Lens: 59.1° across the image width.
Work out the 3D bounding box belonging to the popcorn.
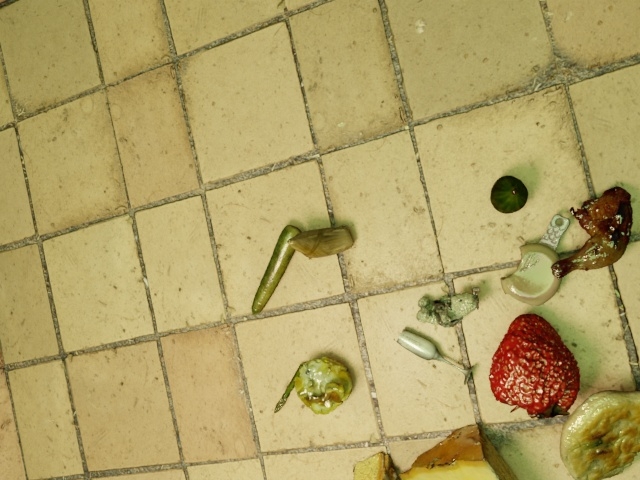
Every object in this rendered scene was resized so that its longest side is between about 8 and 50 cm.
[{"bbox_3d":[0.013,0.481,1.870,0.197,0.212,0.198,-2,99,-14],"label":"popcorn"}]

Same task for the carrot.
[{"bbox_3d":[-0.163,0.110,1.980,0.074,0.074,0.359,29,102,16],"label":"carrot"}]

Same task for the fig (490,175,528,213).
[{"bbox_3d":[0.568,-0.134,1.670,0.117,0.177,0.117,0,94,0],"label":"fig"}]

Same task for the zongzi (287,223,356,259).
[{"bbox_3d":[0.000,0.000,1.854,0.194,0.197,0.099,-14,78,16],"label":"zongzi"}]

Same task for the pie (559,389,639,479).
[{"bbox_3d":[0.819,0.555,1.590,0.337,0.075,0.338,-2,115,-5],"label":"pie"}]

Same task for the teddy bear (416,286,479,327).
[{"bbox_3d":[0.409,0.223,1.760,0.213,0.133,0.111,-17,113,27],"label":"teddy bear"}]

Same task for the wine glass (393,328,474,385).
[{"bbox_3d":[0.360,0.365,1.811,0.262,0.074,0.074,28,100,16],"label":"wine glass"}]

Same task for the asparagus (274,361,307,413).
[{"bbox_3d":[-0.102,0.512,1.988,0.027,0.034,0.236,32,103,7],"label":"asparagus"}]

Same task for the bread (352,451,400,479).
[{"bbox_3d":[0.170,0.782,1.848,0.147,0.152,0.127,-30,74,19],"label":"bread"}]

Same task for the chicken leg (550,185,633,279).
[{"bbox_3d":[0.791,-0.016,1.619,0.177,0.083,0.323,20,81,19],"label":"chicken leg"}]

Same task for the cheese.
[{"bbox_3d":[0.660,0.055,1.695,0.163,0.082,0.287,24,96,15],"label":"cheese"}]

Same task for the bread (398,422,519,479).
[{"bbox_3d":[0.423,0.745,1.702,0.315,0.279,0.248,-38,87,4],"label":"bread"}]

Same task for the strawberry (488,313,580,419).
[{"bbox_3d":[0.617,0.365,1.626,0.260,0.261,0.258,19,106,17],"label":"strawberry"}]
